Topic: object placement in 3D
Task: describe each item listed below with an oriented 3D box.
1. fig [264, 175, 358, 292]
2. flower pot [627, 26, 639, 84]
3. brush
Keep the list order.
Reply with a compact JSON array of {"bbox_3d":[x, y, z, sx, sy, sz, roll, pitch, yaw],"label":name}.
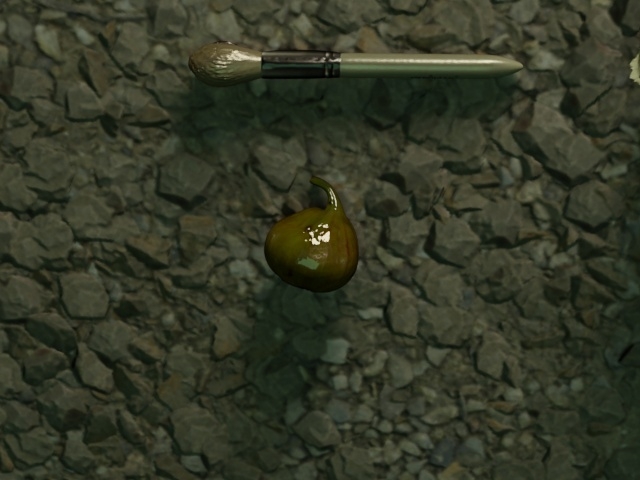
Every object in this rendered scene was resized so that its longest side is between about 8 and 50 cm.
[{"bbox_3d":[0.000,0.000,1.619,0.084,0.082,0.098,34,99,29],"label":"fig"},{"bbox_3d":[0.424,-0.095,1.440,0.290,0.290,0.259,-20,121,14],"label":"flower pot"},{"bbox_3d":[0.031,-0.159,1.570,0.299,0.042,0.039,-1,112,3],"label":"brush"}]
